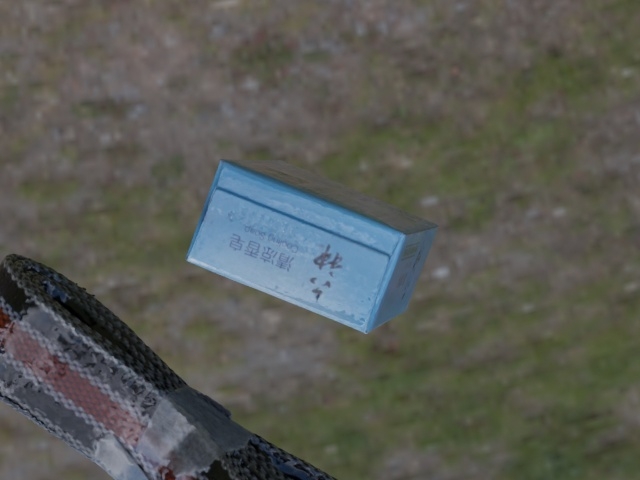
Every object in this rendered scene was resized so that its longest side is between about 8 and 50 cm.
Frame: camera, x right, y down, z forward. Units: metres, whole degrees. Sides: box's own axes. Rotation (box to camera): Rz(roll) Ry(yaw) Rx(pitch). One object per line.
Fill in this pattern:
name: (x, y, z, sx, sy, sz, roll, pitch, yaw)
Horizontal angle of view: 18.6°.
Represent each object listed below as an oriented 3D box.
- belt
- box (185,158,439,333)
belt: (-0.113, 0.147, 1.416, 0.094, 0.359, 0.126, -55, 167, 20)
box: (0.000, 0.000, 1.466, 0.142, 0.083, 0.232, 21, -176, 8)
